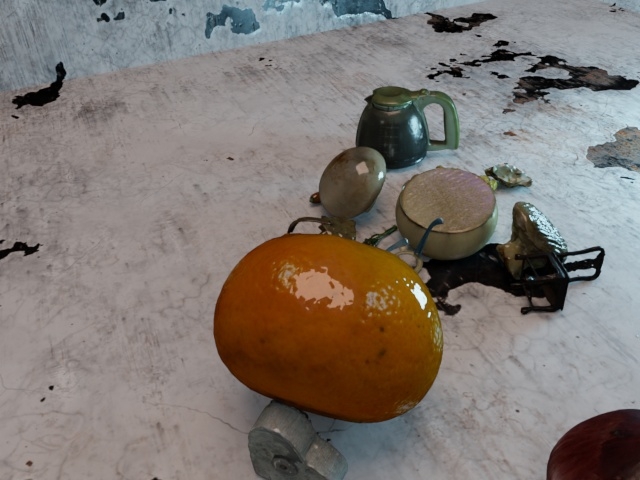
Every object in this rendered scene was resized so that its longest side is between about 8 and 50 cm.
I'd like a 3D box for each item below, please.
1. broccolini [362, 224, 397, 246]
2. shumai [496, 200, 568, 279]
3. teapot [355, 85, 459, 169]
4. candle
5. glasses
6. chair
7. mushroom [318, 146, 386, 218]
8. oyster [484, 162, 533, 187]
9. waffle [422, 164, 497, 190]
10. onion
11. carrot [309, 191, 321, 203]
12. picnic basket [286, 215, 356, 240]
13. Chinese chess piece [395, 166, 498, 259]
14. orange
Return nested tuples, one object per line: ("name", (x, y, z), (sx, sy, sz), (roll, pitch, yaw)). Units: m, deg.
("broccolini", (0.168, -0.008, 1.676), (0.140, 0.030, 0.035), (-27, 50, -35))
("shumai", (0.517, 0.009, 1.530), (0.153, 0.210, 0.161), (-44, 37, 20))
("teapot", (0.268, -0.369, 1.979), (0.322, 0.239, 0.239), (20, 43, 27))
("candle", (-0.055, 0.374, 1.077), (0.168, 0.192, 0.068), (-33, 13, 45))
("glasses", (0.210, 0.043, 1.474), (0.190, 0.220, 0.088), (-26, 81, -29))
("chair", (0.574, 0.089, 1.434), (0.229, 0.106, 0.113), (-5, 35, -1))
("mushroom", (0.101, -0.163, 1.767), (0.178, 0.226, 0.226), (26, 24, -30))
("oyster", (0.572, -0.191, 1.862), (0.148, 0.051, 0.103), (27, 37, 7))
("waffle", (0.383, -0.148, 1.821), (0.250, 0.056, 0.261), (19, 44, 28))
("onion", (0.529, 0.368, 0.913), (0.348, 0.285, 0.347), (2, 26, -1))
("carrot", (0.016, -0.141, 1.865), (0.142, 0.035, 0.035), (-26, 41, -37))
("picnic basket", (0.000, 0.000, 1.587), (0.179, 0.128, 0.137), (13, 33, -6))
("Chinese chess piece", (0.336, -0.075, 1.634), (0.270, 0.112, 0.269), (-4, 49, 4))
("orange", (0.019, 0.154, 1.134), (0.424, 0.424, 0.326), (10, 69, 18))
